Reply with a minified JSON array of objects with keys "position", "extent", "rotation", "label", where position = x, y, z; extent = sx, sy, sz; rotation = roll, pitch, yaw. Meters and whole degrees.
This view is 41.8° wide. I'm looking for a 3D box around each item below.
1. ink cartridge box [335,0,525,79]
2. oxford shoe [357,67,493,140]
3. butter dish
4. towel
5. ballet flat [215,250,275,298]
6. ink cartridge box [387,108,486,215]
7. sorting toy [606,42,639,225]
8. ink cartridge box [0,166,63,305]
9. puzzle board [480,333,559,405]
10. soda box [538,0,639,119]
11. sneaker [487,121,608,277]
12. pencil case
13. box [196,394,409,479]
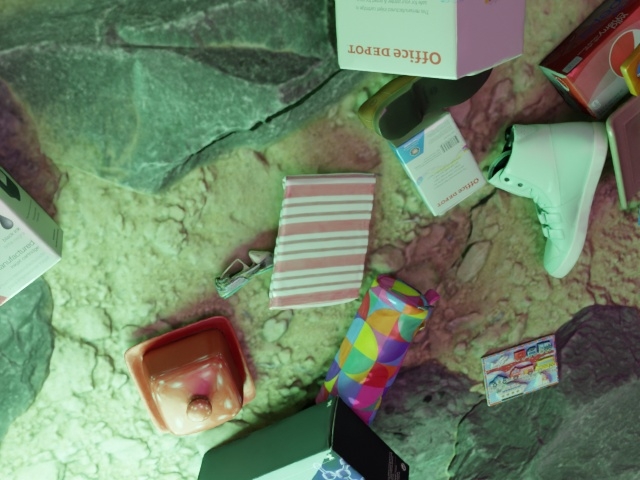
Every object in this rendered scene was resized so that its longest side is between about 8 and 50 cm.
[{"position":[0.129,-0.320,0.972],"extent":[0.168,0.171,0.233],"rotation":[-27,123,-44],"label":"ink cartridge box"},{"position":[0.139,-0.209,1.111],"extent":[0.212,0.076,0.076],"rotation":[-30,126,-19],"label":"oxford shoe"},{"position":[-0.174,0.209,1.169],"extent":[0.159,0.118,0.160],"rotation":[-20,115,-7],"label":"butter dish"},{"position":[0.000,0.000,1.162],"extent":[0.144,0.029,0.197],"rotation":[-4,111,-31],"label":"towel"},{"position":[-0.098,0.037,1.164],"extent":[0.114,0.041,0.041],"rotation":[-31,116,-2],"label":"ballet flat"},{"position":[0.162,-0.109,1.164],"extent":[0.088,0.052,0.122],"rotation":[-34,115,1],"label":"ink cartridge box"},{"position":[0.465,-0.166,1.169],"extent":[0.196,0.047,0.348],"rotation":[-42,138,-9],"label":"sorting toy"},{"position":[-0.455,-0.027,1.006],"extent":[0.172,0.100,0.237],"rotation":[-37,116,2],"label":"ink cartridge box"},{"position":[0.326,0.212,1.363],"extent":[0.128,0.011,0.096],"rotation":[-17,115,-7],"label":"puzzle board"},{"position":[0.434,-0.293,1.144],"extent":[0.263,0.083,0.092],"rotation":[-44,115,6],"label":"soda box"},{"position":[0.313,-0.062,1.215],"extent":[0.151,0.094,0.256],"rotation":[5,125,6],"label":"sneaker"},{"position":[0.082,0.166,1.232],"extent":[0.104,0.104,0.236],"rotation":[22,106,-22],"label":"pencil case"},{"position":[-0.029,0.358,1.226],"extent":[0.261,0.103,0.184],"rotation":[-29,116,26],"label":"box"}]
